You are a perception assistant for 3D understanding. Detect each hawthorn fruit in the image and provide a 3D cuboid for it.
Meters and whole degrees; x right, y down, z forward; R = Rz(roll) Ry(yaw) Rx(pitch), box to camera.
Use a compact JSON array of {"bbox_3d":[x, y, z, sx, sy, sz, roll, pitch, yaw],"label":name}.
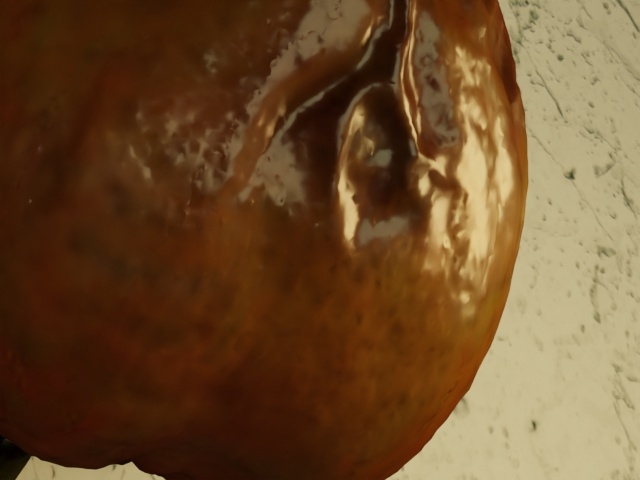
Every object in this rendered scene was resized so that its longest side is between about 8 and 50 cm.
[{"bbox_3d":[-0.069,-0.060,1.118,0.472,0.472,0.472,26,50,-36],"label":"hawthorn fruit"}]

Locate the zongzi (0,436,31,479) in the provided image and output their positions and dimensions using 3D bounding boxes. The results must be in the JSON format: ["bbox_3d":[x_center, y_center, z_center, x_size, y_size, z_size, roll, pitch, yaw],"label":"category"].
[{"bbox_3d":[-0.368,0.107,1.128,0.300,0.138,0.286,54,39,-3],"label":"zongzi"}]
